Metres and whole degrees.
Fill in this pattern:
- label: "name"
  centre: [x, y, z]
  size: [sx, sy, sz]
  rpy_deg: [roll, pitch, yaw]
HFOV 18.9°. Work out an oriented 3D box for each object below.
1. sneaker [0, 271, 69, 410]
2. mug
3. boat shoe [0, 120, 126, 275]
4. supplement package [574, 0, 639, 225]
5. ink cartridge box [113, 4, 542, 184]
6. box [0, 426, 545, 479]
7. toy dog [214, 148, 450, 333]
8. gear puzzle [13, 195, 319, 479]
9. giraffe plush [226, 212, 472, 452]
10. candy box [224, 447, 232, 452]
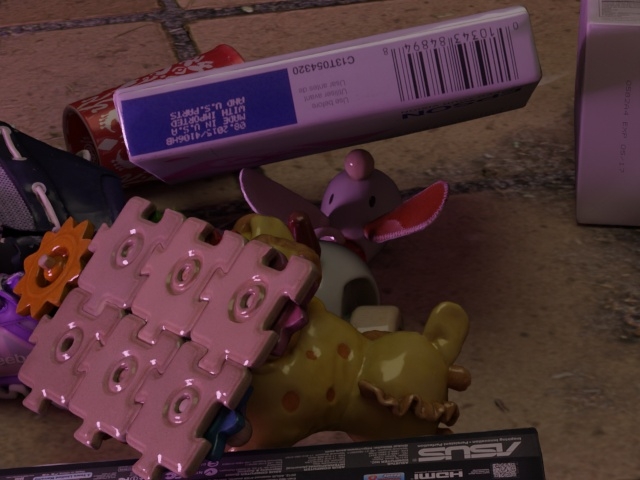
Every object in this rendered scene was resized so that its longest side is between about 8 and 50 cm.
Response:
- label: "sneaker"
  centre: [-0.256, 0.071, 1.501]
  size: [0.236, 0.105, 0.095]
  rpy_deg: [-1, 30, 2]
- label: "mug"
  centre: [-0.154, -0.101, 1.845]
  size: [0.169, 0.150, 0.113]
  rpy_deg: [-20, 70, -24]
- label: "boat shoe"
  centre: [-0.274, -0.050, 1.727]
  size: [0.158, 0.127, 0.340]
  rpy_deg: [-5, 36, -20]
- label: "supplement package"
  centre: [0.341, -0.158, 1.806]
  size: [0.198, 0.199, 0.263]
  rpy_deg: [3, 29, 6]
- label: "ink cartridge box"
  centre: [0.014, -0.111, 1.609]
  size: [0.324, 0.071, 0.330]
  rpy_deg: [-12, -4, 3]
- label: "box"
  centre: [-0.050, 0.247, 1.145]
  size: [0.394, 0.097, 0.318]
  rpy_deg: [-5, 28, 3]
- label: "toy dog"
  centre: [0.000, 0.000, 1.565]
  size: [0.220, 0.161, 0.334]
  rpy_deg: [-5, 29, -9]
- label: "gear puzzle"
  centre: [-0.127, 0.060, 1.336]
  size: [0.339, 0.044, 0.175]
  rpy_deg: [20, 75, 53]
- label: "giraffe plush"
  centre: [0.014, 0.092, 1.364]
  size: [0.170, 0.181, 0.210]
  rpy_deg: [10, 28, -14]
- label: "candy box"
  centre: [-0.010, 0.203, 1.333]
  size: [0.206, 0.027, 0.105]
  rpy_deg: [24, 39, 38]
